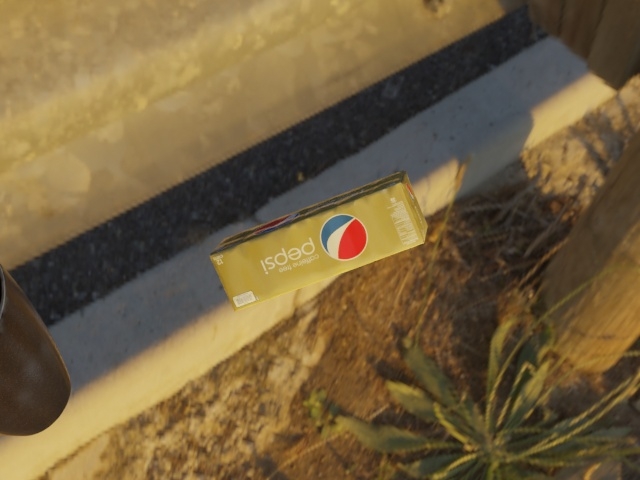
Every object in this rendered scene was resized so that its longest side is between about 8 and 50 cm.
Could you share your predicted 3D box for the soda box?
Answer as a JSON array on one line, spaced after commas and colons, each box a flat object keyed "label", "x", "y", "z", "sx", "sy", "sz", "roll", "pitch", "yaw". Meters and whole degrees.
[{"label": "soda box", "x": 0.000, "y": 0.000, "z": 0.980, "sx": 0.181, "sy": 0.061, "sz": 0.058, "roll": -20, "pitch": 101, "yaw": 13}]

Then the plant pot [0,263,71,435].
[{"label": "plant pot", "x": -0.416, "y": 0.149, "z": 1.379, "sx": 0.216, "sy": 0.230, "sz": 0.215, "roll": -12, "pitch": 55, "yaw": 17}]
